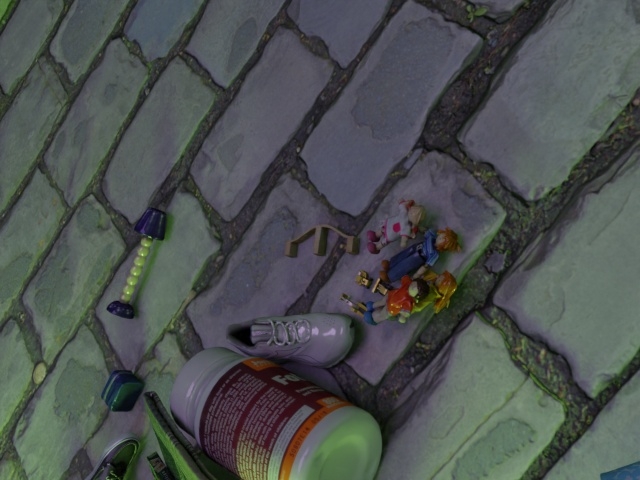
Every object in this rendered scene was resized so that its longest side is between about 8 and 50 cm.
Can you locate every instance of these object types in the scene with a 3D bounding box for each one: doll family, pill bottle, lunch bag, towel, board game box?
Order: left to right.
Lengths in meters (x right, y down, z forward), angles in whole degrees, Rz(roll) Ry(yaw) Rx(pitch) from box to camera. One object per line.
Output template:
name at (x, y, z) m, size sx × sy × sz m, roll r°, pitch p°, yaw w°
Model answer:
lunch bag at (-0.479, 0.361, 2.059) m, size 0.065 × 0.067 × 0.098 m, roll 39°, pitch 106°, yaw 40°
board game box at (-0.288, 0.578, 1.812) m, size 0.030 × 0.136 × 0.259 m, roll -28°, pitch 48°, yaw -20°
towel at (-0.239, 0.486, 1.709) m, size 0.324 × 0.056 × 0.312 m, roll 43°, pitch 151°, yaw 42°
pill bottle at (-0.096, 0.354, 1.631) m, size 0.392 × 0.224 × 0.224 m, roll 20°, pitch 92°, yaw 41°
doll family at (0.179, 0.049, 1.570) m, size 0.163 × 0.118 × 0.263 m, roll -32°, pitch 42°, yaw 38°

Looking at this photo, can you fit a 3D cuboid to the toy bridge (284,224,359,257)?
toy bridge at (0.000, 0.000, 1.772) m, size 0.188 × 0.026 × 0.063 m, roll -3°, pitch 74°, yaw 40°

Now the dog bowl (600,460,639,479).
dog bowl at (0.495, 0.427, 1.157) m, size 0.074 × 0.166 × 0.297 m, roll -38°, pitch 56°, yaw 14°

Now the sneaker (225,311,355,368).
sneaker at (-0.063, 0.197, 1.707) m, size 0.297 × 0.129 × 0.111 m, roll -13°, pitch 67°, yaw 36°

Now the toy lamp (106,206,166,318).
toy lamp at (-0.446, 0.053, 2.103) m, size 0.080 × 0.080 × 0.275 m, roll 23°, pitch 94°, yaw 41°

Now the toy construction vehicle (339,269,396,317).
toy construction vehicle at (0.087, 0.104, 1.664) m, size 0.098 × 0.035 × 0.086 m, roll 37°, pitch 103°, yaw 40°

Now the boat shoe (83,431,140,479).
boat shoe at (-0.493, 0.550, 1.986) m, size 0.228 × 0.080 × 0.076 m, roll -48°, pitch 39°, yaw 0°
